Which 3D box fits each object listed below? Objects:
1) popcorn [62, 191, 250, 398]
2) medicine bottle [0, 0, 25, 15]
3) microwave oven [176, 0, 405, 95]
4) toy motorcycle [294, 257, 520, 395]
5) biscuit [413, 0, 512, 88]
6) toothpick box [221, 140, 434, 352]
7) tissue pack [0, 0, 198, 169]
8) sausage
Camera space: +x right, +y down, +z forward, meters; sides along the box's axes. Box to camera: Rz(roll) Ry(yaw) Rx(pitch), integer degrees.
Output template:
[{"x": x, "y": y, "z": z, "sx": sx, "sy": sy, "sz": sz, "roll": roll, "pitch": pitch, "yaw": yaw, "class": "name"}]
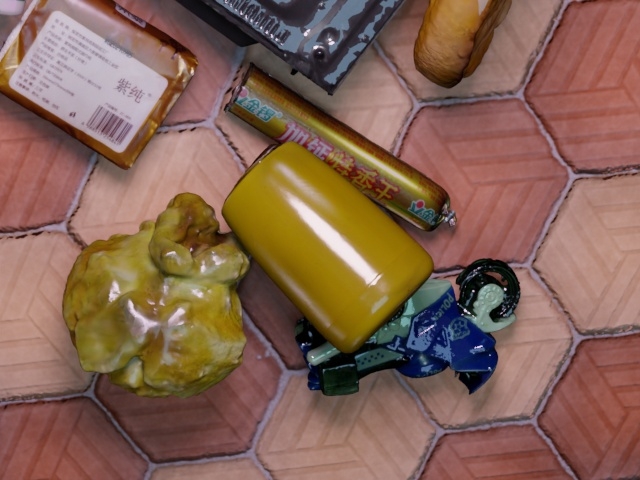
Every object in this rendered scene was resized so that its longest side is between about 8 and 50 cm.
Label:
[{"x": -0.205, "y": 0.081, "z": 1.869, "sx": 0.276, "sy": 0.225, "sz": 0.276, "roll": 0, "pitch": 89, "yaw": 5, "class": "popcorn"}, {"x": -0.402, "y": -0.424, "z": 1.725, "sx": 0.133, "sy": 0.133, "sz": 0.274, "roll": 14, "pitch": 101, "yaw": -12, "class": "medicine bottle"}, {"x": -0.060, "y": -0.388, "z": 1.741, "sx": 0.355, "sy": 0.218, "sz": 0.286, "roll": 36, "pitch": 100, "yaw": -17, "class": "microwave oven"}, {"x": 0.130, "y": 0.138, "z": 1.999, "sx": 0.331, "sy": 0.125, "sz": 0.196, "roll": -11, "pitch": 109, "yaw": -8, "class": "toy motorcycle"}, {"x": 0.202, "y": -0.333, "z": 1.761, "sx": 0.102, "sy": 0.296, "sz": 0.296, "roll": 30, "pitch": 103, "yaw": 4, "class": "biscuit"}, {"x": 0.000, "y": 0.000, "z": 1.836, "sx": 0.271, "sy": 0.175, "sz": 0.175, "roll": 44, "pitch": 99, "yaw": 6, "class": "toothpick box"}, {"x": -0.299, "y": -0.225, "z": 1.833, "sx": 0.226, "sy": 0.092, "sz": 0.183, "roll": 32, "pitch": 102, "yaw": -15, "class": "tissue pack"}, {"x": 0.038, "y": -0.113, "z": 1.924, "sx": 0.371, "sy": 0.082, "sz": 0.082, "roll": 31, "pitch": 102, "yaw": -16, "class": "sausage"}]
